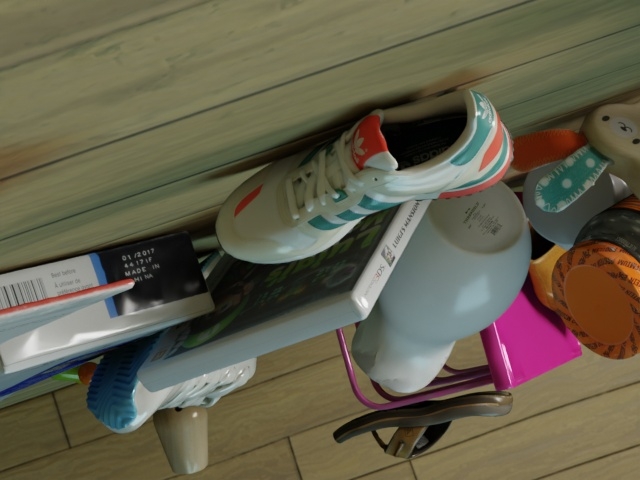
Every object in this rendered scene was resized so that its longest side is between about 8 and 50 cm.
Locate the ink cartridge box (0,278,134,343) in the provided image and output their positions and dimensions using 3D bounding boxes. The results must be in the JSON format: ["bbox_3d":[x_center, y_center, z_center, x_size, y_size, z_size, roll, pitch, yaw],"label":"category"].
[{"bbox_3d":[-0.245,0.046,0.464,0.275,0.060,0.239,-14,172,-45],"label":"ink cartridge box"}]

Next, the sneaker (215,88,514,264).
[{"bbox_3d":[0.015,-0.038,0.641,0.161,0.057,0.075,-18,159,9],"label":"sneaker"}]

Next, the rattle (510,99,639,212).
[{"bbox_3d":[0.249,-0.086,0.905,0.199,0.130,0.143,10,156,-6],"label":"rattle"}]

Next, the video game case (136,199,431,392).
[{"bbox_3d":[-0.018,0.019,0.857,0.190,0.022,0.173,-22,-157,36],"label":"video game case"}]

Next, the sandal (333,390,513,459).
[{"bbox_3d":[0.108,0.202,1.370,0.219,0.060,0.090,-14,175,28],"label":"sandal"}]

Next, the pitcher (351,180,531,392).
[{"bbox_3d":[0.113,0.015,1.099,0.178,0.125,0.207,-55,171,-34],"label":"pitcher"}]

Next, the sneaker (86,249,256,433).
[{"bbox_3d":[-0.099,0.087,0.972,0.087,0.092,0.229,-34,-171,25],"label":"sneaker"}]

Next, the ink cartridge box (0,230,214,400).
[{"bbox_3d":[-0.236,0.080,0.896,0.165,0.065,0.332,-16,173,-45],"label":"ink cartridge box"}]

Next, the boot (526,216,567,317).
[{"bbox_3d":[0.330,-0.048,1.395,0.295,0.104,0.211,-53,144,-12],"label":"boot"}]

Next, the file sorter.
[{"bbox_3d":[0.147,0.067,1.427,0.182,0.202,0.290,-17,175,25],"label":"file sorter"}]

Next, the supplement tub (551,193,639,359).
[{"bbox_3d":[0.275,0.011,0.987,0.190,0.117,0.117,-27,180,-30],"label":"supplement tub"}]

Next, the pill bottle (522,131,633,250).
[{"bbox_3d":[0.247,-0.043,1.115,0.108,0.108,0.193,-21,175,29],"label":"pill bottle"}]

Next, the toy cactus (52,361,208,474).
[{"bbox_3d":[-0.139,0.121,1.160,0.219,0.180,0.112,-12,-166,-17],"label":"toy cactus"}]
